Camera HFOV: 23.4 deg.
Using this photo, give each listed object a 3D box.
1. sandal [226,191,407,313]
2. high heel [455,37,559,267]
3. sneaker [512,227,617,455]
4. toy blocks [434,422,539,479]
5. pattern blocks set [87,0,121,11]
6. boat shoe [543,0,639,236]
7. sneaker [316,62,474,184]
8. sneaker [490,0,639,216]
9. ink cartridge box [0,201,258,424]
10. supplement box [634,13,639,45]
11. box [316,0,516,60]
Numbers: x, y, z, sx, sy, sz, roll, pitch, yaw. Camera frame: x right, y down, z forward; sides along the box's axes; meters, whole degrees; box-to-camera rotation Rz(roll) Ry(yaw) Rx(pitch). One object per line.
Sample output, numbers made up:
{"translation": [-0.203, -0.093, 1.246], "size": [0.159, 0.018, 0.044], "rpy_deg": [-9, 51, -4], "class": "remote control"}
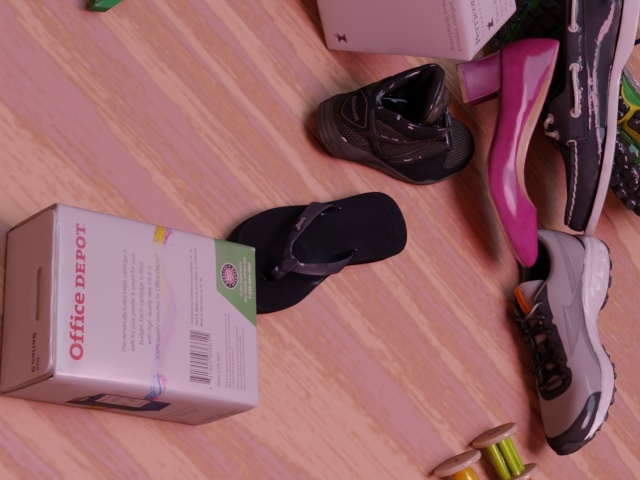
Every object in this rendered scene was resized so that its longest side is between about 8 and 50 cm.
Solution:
{"translation": [0.000, -0.001, 1.547], "size": [0.254, 0.054, 0.097], "rpy_deg": [-24, 91, -43], "class": "sandal"}
{"translation": [0.234, -0.098, 1.702], "size": [0.082, 0.117, 0.244], "rpy_deg": [24, 52, -77], "class": "high heel"}
{"translation": [0.260, 0.110, 1.718], "size": [0.108, 0.100, 0.271], "rpy_deg": [17, 57, -26], "class": "sneaker"}
{"translation": [0.193, 0.281, 1.616], "size": [0.123, 0.054, 0.148], "rpy_deg": [-27, 93, -43], "class": "toy blocks"}
{"translation": [-0.251, -0.376, 1.480], "size": [0.285, 0.026, 0.325], "rpy_deg": [-31, 96, -43], "class": "pattern blocks set"}
{"translation": [0.295, -0.158, 1.746], "size": [0.091, 0.114, 0.302], "rpy_deg": [8, 90, 4], "class": "boat shoe"}
{"translation": [0.115, -0.121, 1.640], "size": [0.227, 0.130, 0.087], "rpy_deg": [14, 65, -46], "class": "sneaker"}
{"translation": [0.323, -0.169, 1.867], "size": [0.343, 0.134, 0.146], "rpy_deg": [51, 12, -7], "class": "sneaker"}
{"translation": [-0.165, 0.068, 1.353], "size": [0.212, 0.093, 0.154], "rpy_deg": [14, 65, -39], "class": "ink cartridge box"}
{"translation": [0.390, -0.304, 1.996], "size": [0.083, 0.056, 0.083], "rpy_deg": [46, 51, -20], "class": "supplement box"}
{"translation": [0.090, -0.296, 1.605], "size": [0.119, 0.182, 0.181], "rpy_deg": [-48, 136, -40], "class": "box"}
